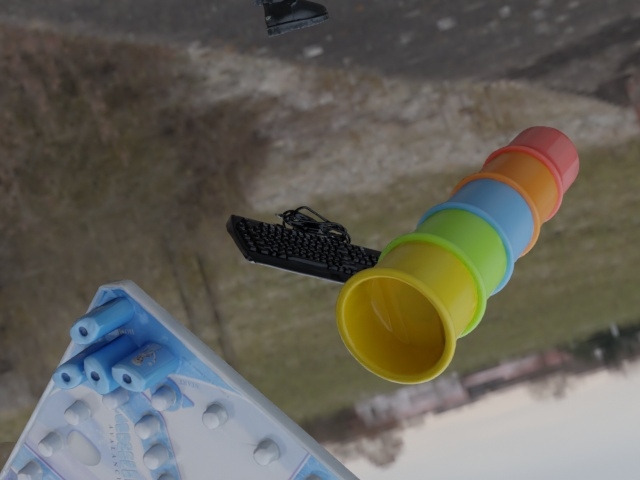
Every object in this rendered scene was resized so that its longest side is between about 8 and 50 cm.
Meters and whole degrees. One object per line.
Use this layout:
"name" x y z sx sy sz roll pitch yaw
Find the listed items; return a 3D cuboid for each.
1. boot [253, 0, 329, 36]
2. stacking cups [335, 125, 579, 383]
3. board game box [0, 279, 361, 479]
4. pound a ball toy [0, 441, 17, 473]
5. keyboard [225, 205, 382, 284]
"boot" -0.040 -0.317 1.820 0.045 0.099 0.121 -6 -168 40
"stacking cups" 0.119 -0.007 1.142 0.096 0.096 0.316 -20 -164 35
"board game box" -0.088 0.284 1.008 0.050 0.390 0.390 -35 162 -54
"pound a ball toy" -0.173 0.312 1.239 0.319 0.136 0.208 24 146 -16
"keyboard" 0.000 0.000 1.323 0.192 0.100 0.038 15 114 -36
